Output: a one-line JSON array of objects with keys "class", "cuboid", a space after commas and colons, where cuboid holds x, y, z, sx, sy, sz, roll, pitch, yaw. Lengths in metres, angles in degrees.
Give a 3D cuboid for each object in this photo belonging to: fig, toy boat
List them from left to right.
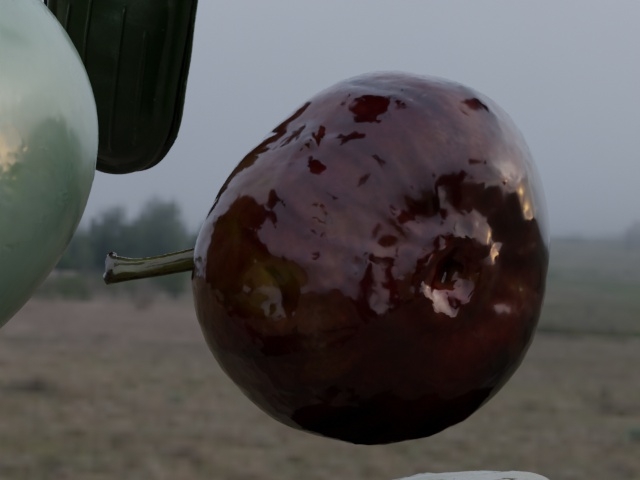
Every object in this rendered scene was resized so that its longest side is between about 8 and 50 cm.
[{"class": "toy boat", "cuboid": [-0.133, -0.120, 1.278, 0.104, 0.210, 0.052, 18, 44, 7]}, {"class": "fig", "cuboid": [0.015, 0.008, 1.097, 0.186, 0.203, 0.249, 31, -8, -18]}]

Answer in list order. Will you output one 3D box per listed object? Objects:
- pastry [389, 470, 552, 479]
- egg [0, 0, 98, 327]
[{"class": "pastry", "cuboid": [0.064, 0.323, 1.133, 0.313, 0.388, 0.388, -15, 8, -28]}, {"class": "egg", "cuboid": [-0.295, -0.035, 0.967, 0.389, 0.276, 0.276, -10, 6, -27]}]
